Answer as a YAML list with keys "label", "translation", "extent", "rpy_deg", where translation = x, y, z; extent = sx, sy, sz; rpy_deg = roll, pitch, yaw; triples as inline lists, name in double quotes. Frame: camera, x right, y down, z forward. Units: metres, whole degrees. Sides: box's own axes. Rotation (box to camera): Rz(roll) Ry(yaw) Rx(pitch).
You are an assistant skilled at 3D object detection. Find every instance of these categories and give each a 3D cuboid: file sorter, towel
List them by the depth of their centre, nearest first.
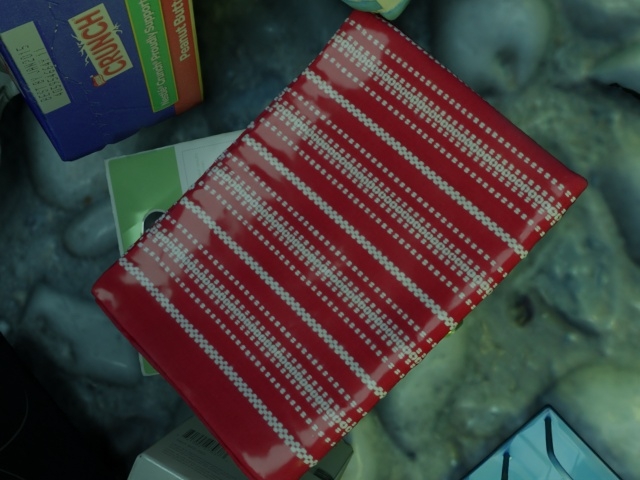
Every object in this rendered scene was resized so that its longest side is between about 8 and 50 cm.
- label: "towel"
  translation: [0.000, 0.000, 0.503]
  extent: [0.275, 0.031, 0.199]
  rpy_deg: [-46, 71, 3]
- label: "file sorter"
  translation: [0.131, 0.218, 0.518]
  extent: [0.170, 0.104, 0.118]
  rpy_deg: [-45, 82, 12]

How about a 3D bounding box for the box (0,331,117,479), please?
- label: "box"
  translation: [-0.240, 0.340, 0.394]
  extent: [0.297, 0.472, 0.480]
  rpy_deg: [-39, 89, 4]

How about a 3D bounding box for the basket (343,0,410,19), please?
- label: "basket"
  translation: [-0.029, -0.276, 0.427]
  extent: [0.201, 0.289, 0.255]
  rpy_deg: [-49, 59, 14]

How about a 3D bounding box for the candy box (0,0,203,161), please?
- label: "candy box"
  translation: [-0.197, -0.245, 0.472]
  extent: [0.122, 0.268, 0.317]
  rpy_deg: [-27, 77, -14]

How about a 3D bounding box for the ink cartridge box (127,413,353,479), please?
- label: "ink cartridge box"
  translation: [-0.053, 0.169, 0.541]
  extent: [0.109, 0.150, 0.063]
  rpy_deg: [26, 103, 12]

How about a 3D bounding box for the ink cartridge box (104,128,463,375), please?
- label: "ink cartridge box"
  translation: [-0.028, -0.001, 0.574]
  extent: [0.235, 0.056, 0.171]
  rpy_deg: [-10, 90, 17]

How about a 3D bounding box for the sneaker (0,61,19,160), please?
- label: "sneaker"
  translation: [-0.305, -0.098, 0.612]
  extent: [0.115, 0.090, 0.232]
  rpy_deg: [5, 62, 29]
